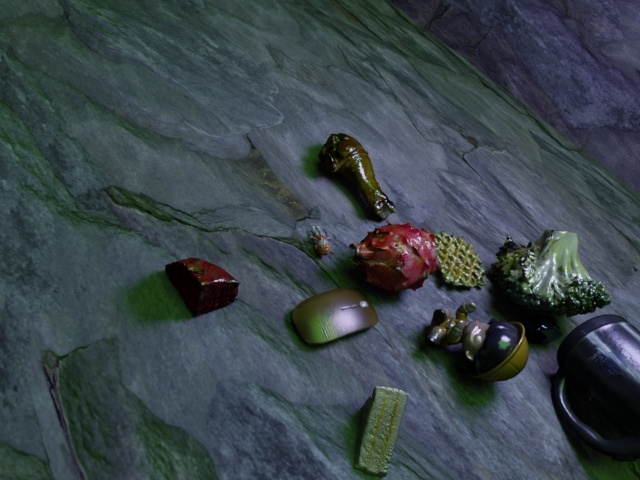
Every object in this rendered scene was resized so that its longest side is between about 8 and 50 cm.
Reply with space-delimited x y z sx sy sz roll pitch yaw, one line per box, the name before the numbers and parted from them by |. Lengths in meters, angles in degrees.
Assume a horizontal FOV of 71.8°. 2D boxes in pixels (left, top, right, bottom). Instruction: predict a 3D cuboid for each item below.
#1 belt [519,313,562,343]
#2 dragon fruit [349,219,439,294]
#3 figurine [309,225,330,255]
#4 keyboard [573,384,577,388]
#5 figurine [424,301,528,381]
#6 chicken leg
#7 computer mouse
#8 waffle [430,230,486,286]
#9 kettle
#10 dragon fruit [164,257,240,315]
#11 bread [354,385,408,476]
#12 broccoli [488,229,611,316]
belt | 0.669 0.270 1.349 0.140 0.105 0.058 18 44 -27
dragon fruit | 0.200 0.050 1.236 0.268 0.210 0.205 4 10 -28
figurine | 0.000 0.000 1.279 0.064 0.047 0.109 -2 43 -20
keyboard | 0.869 0.433 1.369 0.251 0.017 0.087 14 48 -16
figurine | 0.415 0.269 1.176 0.257 0.167 0.192 22 53 23
chicken leg | 0.110 -0.237 1.484 0.212 0.140 0.361 4 46 -36
computer mouse | 0.046 0.188 1.127 0.245 0.056 0.126 -9 57 -35
waffle | 0.441 0.060 1.452 0.204 0.054 0.223 1 53 -27
kettle | 0.789 0.404 1.159 0.228 0.321 0.324 49 10 -32
dragon fruit | -0.269 0.078 1.013 0.161 0.120 0.127 45 40 21
bread | 0.130 0.404 0.939 0.077 0.105 0.152 18 44 -4
broccoli | 0.721 0.120 1.407 0.334 0.324 0.272 14 70 10
